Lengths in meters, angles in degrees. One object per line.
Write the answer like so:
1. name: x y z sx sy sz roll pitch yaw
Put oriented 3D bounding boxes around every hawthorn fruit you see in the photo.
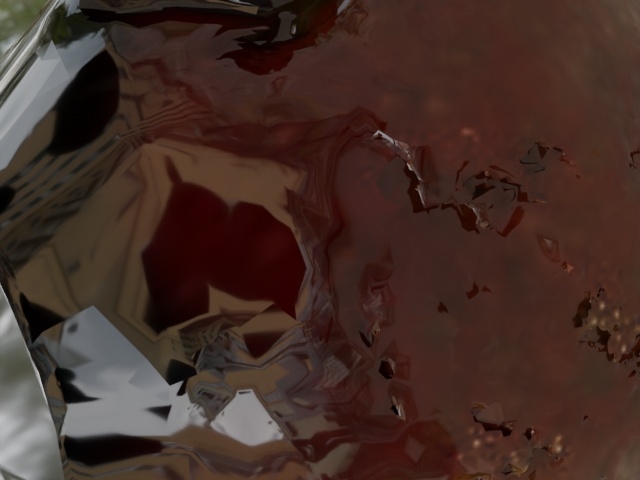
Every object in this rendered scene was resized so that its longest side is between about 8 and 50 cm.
1. hawthorn fruit: 0.001 0.013 0.632 0.316 0.316 0.316 64 -176 -8
